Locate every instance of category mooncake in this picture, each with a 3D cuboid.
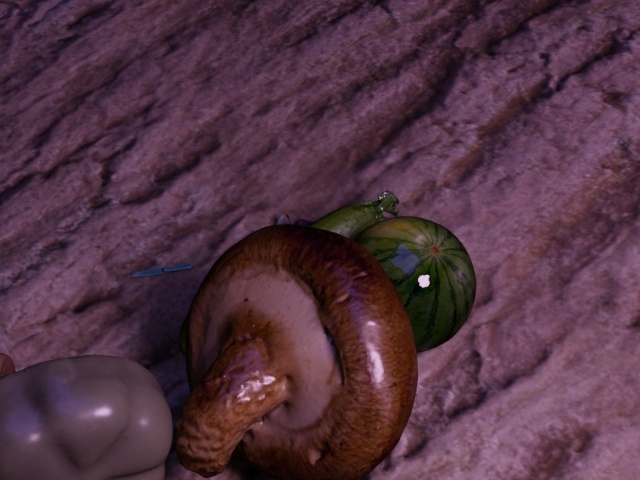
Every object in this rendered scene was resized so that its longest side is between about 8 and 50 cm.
[{"bbox_3d":[-0.303,0.253,1.637,0.275,0.275,0.135,-19,52,-10],"label":"mooncake"}]

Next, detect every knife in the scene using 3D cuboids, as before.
[{"bbox_3d":[-0.237,0.046,2.019,0.091,0.005,0.014,-8,42,2],"label":"knife"}]

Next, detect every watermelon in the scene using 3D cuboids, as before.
[{"bbox_3d":[0.112,0.065,1.829,0.188,0.214,0.188,9,60,-16],"label":"watermelon"}]

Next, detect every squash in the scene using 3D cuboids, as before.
[{"bbox_3d":[-0.037,0.051,1.898,0.379,0.101,0.101,-36,50,-16],"label":"squash"}]

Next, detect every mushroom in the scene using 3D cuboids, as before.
[{"bbox_3d":[-0.029,0.142,1.698,0.345,0.239,0.345,-1,87,13],"label":"mushroom"}]

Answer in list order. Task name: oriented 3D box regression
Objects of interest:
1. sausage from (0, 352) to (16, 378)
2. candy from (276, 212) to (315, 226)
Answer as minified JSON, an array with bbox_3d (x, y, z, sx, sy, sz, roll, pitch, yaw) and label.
[{"bbox_3d":[-0.526,0.191,1.837,0.253,0.123,0.123,12,48,18],"label":"sausage"},{"bbox_3d":[0.000,0.000,2.001,0.175,0.043,0.045,22,61,27],"label":"candy"}]
